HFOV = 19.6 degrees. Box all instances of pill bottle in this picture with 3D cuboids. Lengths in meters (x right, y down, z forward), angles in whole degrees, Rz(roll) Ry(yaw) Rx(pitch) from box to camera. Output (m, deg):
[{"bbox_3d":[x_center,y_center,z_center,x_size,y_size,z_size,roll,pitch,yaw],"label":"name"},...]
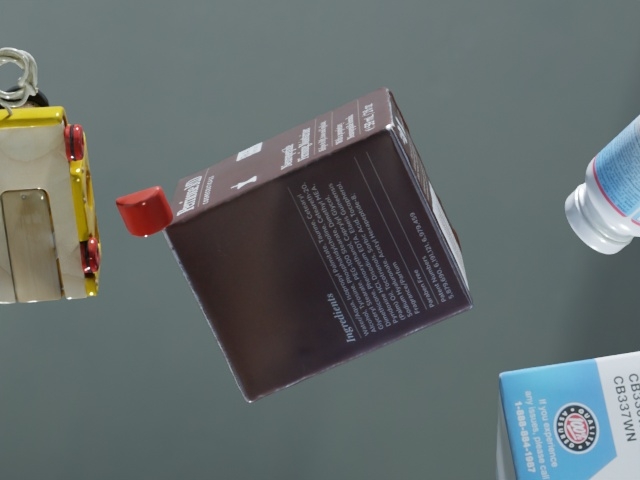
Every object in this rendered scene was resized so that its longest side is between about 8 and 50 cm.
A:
[{"bbox_3d":[0.287,-0.060,1.602,0.160,0.087,0.087,-45,-153,38],"label":"pill bottle"}]

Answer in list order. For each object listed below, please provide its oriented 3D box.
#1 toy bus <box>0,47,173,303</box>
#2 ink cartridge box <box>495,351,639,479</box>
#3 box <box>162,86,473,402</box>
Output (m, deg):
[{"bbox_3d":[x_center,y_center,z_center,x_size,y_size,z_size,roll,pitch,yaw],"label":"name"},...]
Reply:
[{"bbox_3d":[-0.225,-0.051,1.433,0.202,0.191,0.104,-44,-156,21],"label":"toy bus"},{"bbox_3d":[0.258,0.182,1.145,0.197,0.270,0.198,79,1,-65],"label":"ink cartridge box"},{"bbox_3d":[0.000,0.000,1.530,0.168,0.203,0.167,-90,155,-75],"label":"box"}]
